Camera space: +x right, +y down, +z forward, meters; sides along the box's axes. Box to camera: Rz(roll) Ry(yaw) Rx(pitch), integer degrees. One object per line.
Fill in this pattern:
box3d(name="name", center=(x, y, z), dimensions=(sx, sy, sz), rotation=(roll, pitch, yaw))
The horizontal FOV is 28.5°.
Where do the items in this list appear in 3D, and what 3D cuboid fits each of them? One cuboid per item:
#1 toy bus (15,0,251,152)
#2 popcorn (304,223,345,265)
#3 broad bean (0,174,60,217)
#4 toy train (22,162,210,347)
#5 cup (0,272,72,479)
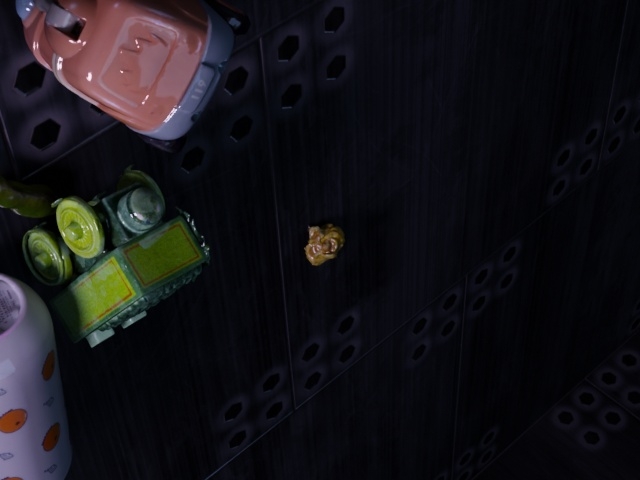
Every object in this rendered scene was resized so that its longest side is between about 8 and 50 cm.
box3d(name="toy bus", center=(-0.245, -0.247, 1.518), dimensions=(0.232, 0.287, 0.194), rotation=(16, 109, -40))
box3d(name="popcorn", center=(0.000, 0.000, 2.303), dimensions=(0.084, 0.084, 0.084), rotation=(-34, 145, -28))
box3d(name="broad bean", center=(-0.407, -0.064, 1.692), dimensions=(0.061, 0.046, 0.195), rotation=(-64, 149, -12))
box3d(name="toy train", center=(-0.289, 0.022, 1.745), dimensions=(0.159, 0.188, 0.271), rotation=(-31, 180, -43))
box3d(name="cup", center=(-0.460, 0.203, 1.739), dimensions=(0.212, 0.212, 0.317), rotation=(-30, 142, -33))
